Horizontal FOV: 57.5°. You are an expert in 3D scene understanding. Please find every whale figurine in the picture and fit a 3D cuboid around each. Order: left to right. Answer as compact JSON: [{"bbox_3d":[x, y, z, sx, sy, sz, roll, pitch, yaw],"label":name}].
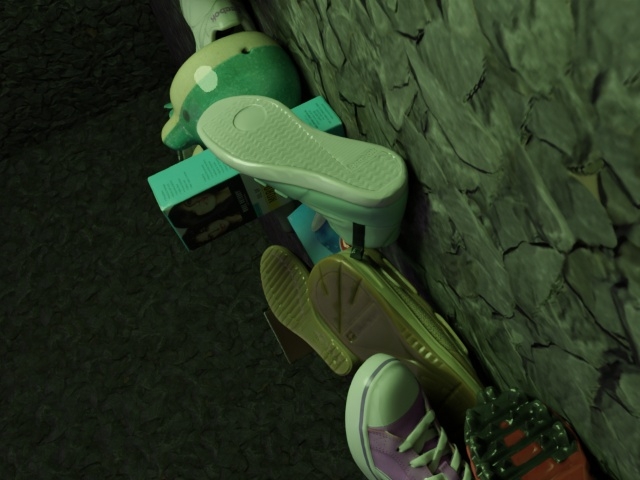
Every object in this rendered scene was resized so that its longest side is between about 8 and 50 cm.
[{"bbox_3d":[-0.118,-0.166,0.838,0.141,0.216,0.272,53,151,11],"label":"whale figurine"}]

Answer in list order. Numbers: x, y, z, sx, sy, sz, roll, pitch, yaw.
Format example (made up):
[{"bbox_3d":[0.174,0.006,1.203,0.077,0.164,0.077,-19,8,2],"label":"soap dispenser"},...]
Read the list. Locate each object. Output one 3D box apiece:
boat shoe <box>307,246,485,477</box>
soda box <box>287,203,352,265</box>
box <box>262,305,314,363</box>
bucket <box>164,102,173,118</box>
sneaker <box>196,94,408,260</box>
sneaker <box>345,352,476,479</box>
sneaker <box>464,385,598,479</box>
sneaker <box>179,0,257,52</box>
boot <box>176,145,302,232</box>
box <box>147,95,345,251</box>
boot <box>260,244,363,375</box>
[{"bbox_3d":[0.128,0.144,0.691,0.121,0.110,0.341,-42,79,37],"label":"boat shoe"},{"bbox_3d":[0.037,0.028,0.905,0.067,0.071,0.210,1,-127,-57],"label":"soda box"},{"bbox_3d":[-0.044,0.232,1.713,0.167,0.203,0.168,63,172,0],"label":"box"},{"bbox_3d":[-0.229,-0.238,1.389,0.281,0.183,0.281,60,171,15],"label":"bucket"},{"bbox_3d":[-0.022,-0.065,0.664,0.255,0.094,0.151,25,158,20],"label":"sneaker"},{"bbox_3d":[0.132,0.241,0.577,0.161,0.102,0.282,2,120,47],"label":"sneaker"},{"bbox_3d":[0.213,0.248,0.493,0.135,0.097,0.276,60,179,-35],"label":"sneaker"},{"bbox_3d":[-0.150,-0.286,0.967,0.152,0.114,0.305,60,172,26],"label":"sneaker"},{"bbox_3d":[-0.163,-0.110,1.201,0.338,0.222,0.118,76,175,-53],"label":"boot"},{"bbox_3d":[-0.085,-0.085,0.752,0.060,0.244,0.101,58,171,32],"label":"box"},{"bbox_3d":[0.023,0.108,0.963,0.248,0.090,0.206,54,-155,17],"label":"boot"}]
